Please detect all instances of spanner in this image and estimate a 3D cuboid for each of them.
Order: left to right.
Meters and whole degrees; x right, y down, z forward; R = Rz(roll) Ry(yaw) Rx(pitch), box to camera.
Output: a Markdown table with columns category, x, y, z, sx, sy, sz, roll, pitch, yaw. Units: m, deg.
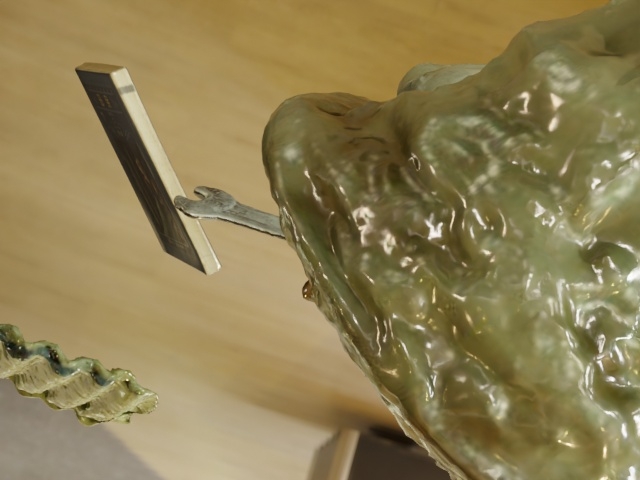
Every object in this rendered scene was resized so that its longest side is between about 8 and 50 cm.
| category | x | y | z | sx | sy | sz | roll | pitch | yaw |
| --- | --- | --- | --- | --- | --- | --- | --- | --- | --- |
| spanner | 0.000 | 0.000 | 1.403 | 0.302 | 0.071 | 0.017 | 18 | 115 | 13 |

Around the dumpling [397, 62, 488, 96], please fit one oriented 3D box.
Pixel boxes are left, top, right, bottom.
| category | x | y | z | sx | sy | sz | roll | pitch | yaw |
| --- | --- | --- | --- | --- | --- | --- | --- | --- | --- |
| dumpling | 0.162 | -0.151 | 1.640 | 0.152 | 0.219 | 0.108 | -40 | 139 | 8 |

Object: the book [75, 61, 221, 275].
| category | x | y | z | sx | sy | sz | roll | pitch | yaw |
| --- | --- | --- | --- | --- | --- | --- | --- | --- | --- |
| book | -0.213 | -0.091 | 1.768 | 0.269 | 0.025 | 0.191 | 65 | 163 | -18 |

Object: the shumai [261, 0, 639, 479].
| category | x | y | z | sx | sy | sz | roll | pitch | yaw |
| --- | --- | --- | --- | --- | --- | --- | --- | --- | --- |
| shumai | 0.180 | -0.005 | 0.900 | 0.323 | 0.397 | 0.324 | -41 | 159 | 14 |

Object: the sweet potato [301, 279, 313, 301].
| category | x | y | z | sx | sy | sz | roll | pitch | yaw |
| --- | --- | --- | --- | --- | --- | --- | --- | --- | --- |
| sweet potato | 0.125 | 0.061 | 1.568 | 0.124 | 0.098 | 0.310 | 15 | 174 | -41 |

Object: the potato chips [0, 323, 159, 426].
| category | x | y | z | sx | sy | sz | roll | pitch | yaw |
| --- | --- | --- | --- | --- | --- | --- | --- | --- | --- |
| potato chips | -0.396 | 0.156 | 1.926 | 0.358 | 0.070 | 0.429 | 30 | 163 | -13 |
